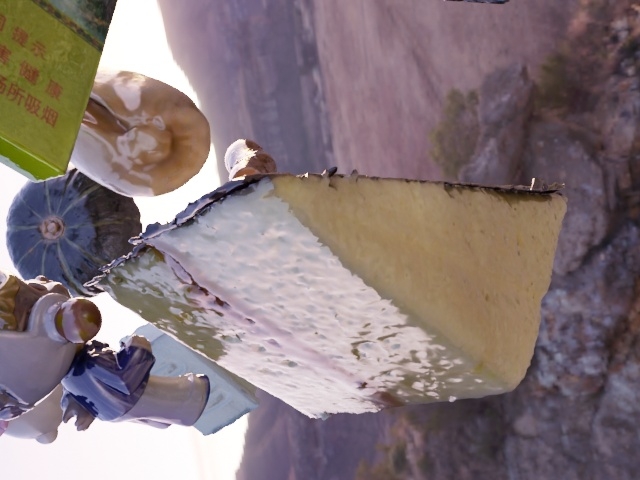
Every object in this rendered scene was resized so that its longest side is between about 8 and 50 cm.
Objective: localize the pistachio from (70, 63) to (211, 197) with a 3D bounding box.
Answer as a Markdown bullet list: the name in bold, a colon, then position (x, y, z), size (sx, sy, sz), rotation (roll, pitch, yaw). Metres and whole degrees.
- **pistachio**: position (-0.192, -0.108, 0.888), size (0.145, 0.200, 0.117), rotation (19, -87, -50)

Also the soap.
- **soap**: position (-0.191, 0.194, 1.302), size (0.198, 0.114, 0.063), rotation (46, -159, -29)

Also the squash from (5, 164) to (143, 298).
- **squash**: position (-0.453, -0.013, 1.637), size (0.165, 0.252, 0.252), rotation (13, -113, -77)

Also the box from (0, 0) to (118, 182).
- **box**: position (-0.243, -0.235, 0.715), size (0.187, 0.047, 0.335), rotation (35, -127, -43)

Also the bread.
- **bread**: position (0.000, 0.000, 0.742), size (0.405, 0.345, 0.242), rotation (38, -125, -34)

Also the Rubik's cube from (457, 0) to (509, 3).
- **Rubik's cube**: position (0.217, -0.503, 1.411), size (0.187, 0.184, 0.182), rotation (-89, 3, -46)

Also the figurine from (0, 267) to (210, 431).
- **figurine**: position (-0.239, 0.111, 0.802), size (0.274, 0.193, 0.133), rotation (45, -125, -51)

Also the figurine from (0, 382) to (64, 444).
- **figurine**: position (-0.512, 0.231, 1.349), size (0.127, 0.235, 0.155), rotation (-12, 73, 46)

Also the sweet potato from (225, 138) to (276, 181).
- **sweet potato**: position (-0.098, -0.106, 1.238), size (0.281, 0.067, 0.059), rotation (-116, 23, -73)
